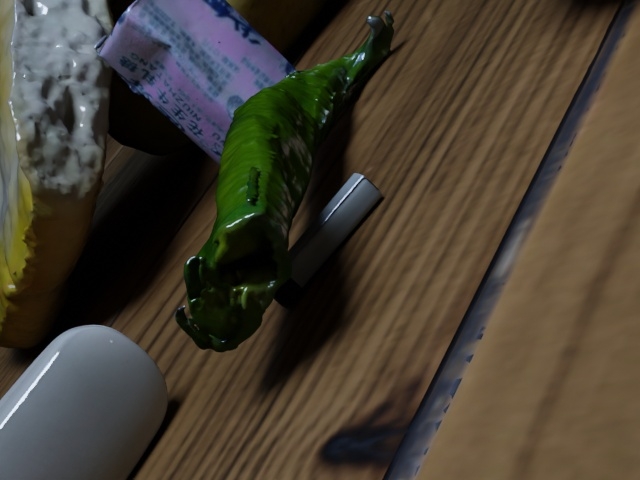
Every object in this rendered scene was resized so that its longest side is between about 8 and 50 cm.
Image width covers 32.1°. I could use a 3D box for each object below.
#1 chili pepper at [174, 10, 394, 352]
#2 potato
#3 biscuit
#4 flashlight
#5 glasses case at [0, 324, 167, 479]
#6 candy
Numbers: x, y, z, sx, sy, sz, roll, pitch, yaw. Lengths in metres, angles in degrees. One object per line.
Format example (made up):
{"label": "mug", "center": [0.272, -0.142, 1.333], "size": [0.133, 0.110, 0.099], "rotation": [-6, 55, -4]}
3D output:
{"label": "chili pepper", "center": [-0.017, -0.061, 0.663], "size": [0.359, 0.076, 0.085], "rotation": [-70, 0, -60]}
{"label": "potato", "center": [-0.128, -0.209, 1.064], "size": [0.266, 0.229, 0.229], "rotation": [-54, 18, 5]}
{"label": "biscuit", "center": [-0.254, -0.116, 1.004], "size": [0.446, 0.104, 0.429], "rotation": [118, 146, -49]}
{"label": "flashlight", "center": [0.000, 0.000, 0.610], "size": [0.083, 0.018, 0.018], "rotation": [-50, 18, -7]}
{"label": "glasses case", "center": [-0.159, 0.136, 0.587], "size": [0.204, 0.081, 0.051], "rotation": [-52, 21, -20]}
{"label": "candy", "center": [-0.080, -0.121, 0.823], "size": [0.073, 0.160, 0.092], "rotation": [-53, 12, -28]}
